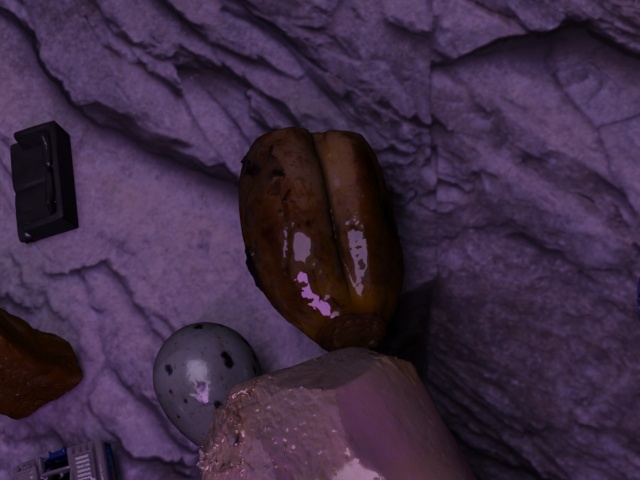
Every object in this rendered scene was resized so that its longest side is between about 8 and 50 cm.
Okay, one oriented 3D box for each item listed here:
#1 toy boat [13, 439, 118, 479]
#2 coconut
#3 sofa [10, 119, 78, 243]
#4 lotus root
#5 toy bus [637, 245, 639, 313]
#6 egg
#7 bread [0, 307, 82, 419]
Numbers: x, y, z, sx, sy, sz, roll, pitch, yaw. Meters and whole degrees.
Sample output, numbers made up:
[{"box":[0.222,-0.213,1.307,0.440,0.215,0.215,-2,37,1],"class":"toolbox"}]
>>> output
[{"box":[-0.286,0.384,1.998,0.129,0.088,0.295,-18,64,15],"class":"toy boat"},{"box":[0.026,0.293,1.794,0.297,0.297,0.309,-34,56,7],"class":"coconut"},{"box":[-0.372,-0.078,2.231,0.085,0.060,0.147,-16,65,16],"class":"sofa"},{"box":[0.000,-0.004,1.988,0.193,0.193,0.291,-20,64,14],"class":"lotus root"},{"box":[0.427,-0.048,1.856,0.125,0.133,0.292,9,73,24],"class":"toy bus"},{"box":[-0.128,0.177,2.004,0.131,0.131,0.164,-21,87,13],"class":"egg"},{"box":[-0.394,0.146,2.033,0.139,0.271,0.077,-32,68,9],"class":"bread"}]
